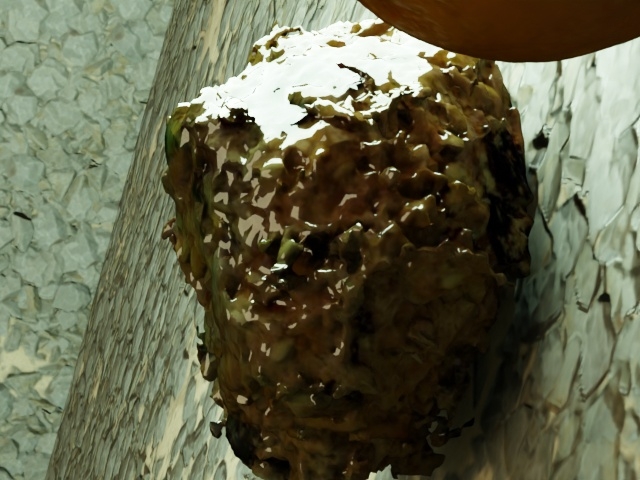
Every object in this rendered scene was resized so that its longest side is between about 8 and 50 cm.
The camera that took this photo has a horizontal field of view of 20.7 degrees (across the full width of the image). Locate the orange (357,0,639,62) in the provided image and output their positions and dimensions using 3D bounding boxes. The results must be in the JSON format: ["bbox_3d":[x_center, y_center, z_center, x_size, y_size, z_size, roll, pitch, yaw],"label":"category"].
[{"bbox_3d":[0.092,-0.205,0.738,0.261,0.261,0.261,-165,90,-75],"label":"orange"}]

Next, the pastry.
[{"bbox_3d":[0.000,0.000,0.950,0.275,0.193,0.274,-166,90,-74],"label":"pastry"}]
